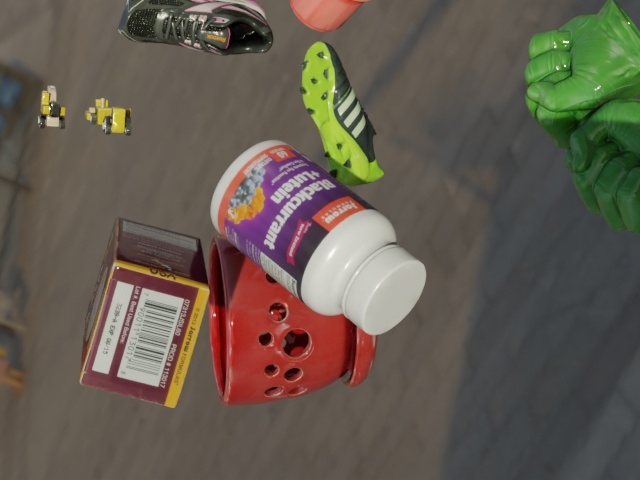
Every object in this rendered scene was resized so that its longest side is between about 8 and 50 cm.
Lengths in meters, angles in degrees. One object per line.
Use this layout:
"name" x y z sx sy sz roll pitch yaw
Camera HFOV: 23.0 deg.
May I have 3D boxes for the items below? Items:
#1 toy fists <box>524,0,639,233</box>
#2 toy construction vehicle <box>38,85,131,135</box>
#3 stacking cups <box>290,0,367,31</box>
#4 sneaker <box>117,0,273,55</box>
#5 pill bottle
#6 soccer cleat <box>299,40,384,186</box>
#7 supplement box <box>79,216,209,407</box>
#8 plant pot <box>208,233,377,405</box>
"toy fists" 0.297 -0.126 1.612 0.142 0.096 0.279 -38 50 17
"toy construction vehicle" -0.222 -0.124 1.481 0.098 0.086 0.035 -131 44 -73
"stacking cups" 0.068 -0.304 1.414 0.316 0.096 0.096 -40 31 44
"sneaker" -0.130 -0.238 1.721 0.077 0.178 0.072 -129 42 -51
"pill bottle" 0.000 0.000 1.424 0.193 0.108 0.108 38 109 30
"soccer cleat" 0.025 -0.147 1.842 0.060 0.072 0.179 -25 75 40
"supplement box" -0.146 0.055 1.302 0.188 0.081 0.104 -120 47 -76
"plant pot" -0.031 0.085 1.739 0.191 0.174 0.191 179 90 -82
